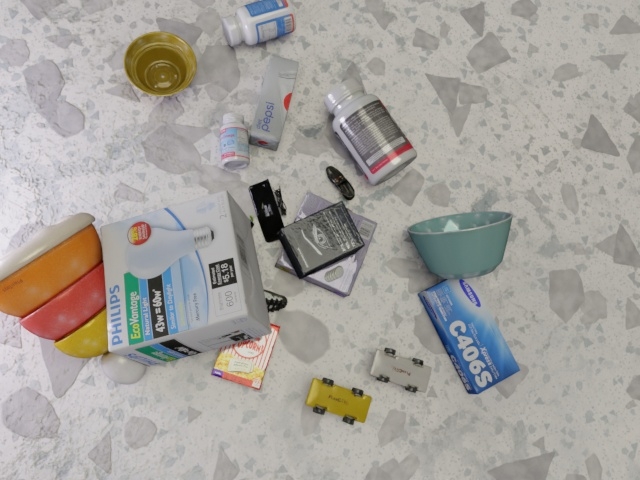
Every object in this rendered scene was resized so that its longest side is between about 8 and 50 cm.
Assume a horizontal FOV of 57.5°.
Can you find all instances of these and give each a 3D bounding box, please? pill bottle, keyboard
[{"bbox_3d":[0.149,-0.347,1.845,0.176,0.176,0.318,-33,85,-15],"label":"pill bottle"},{"bbox_3d":[-0.267,-0.309,1.808,0.087,0.087,0.160,-3,77,-11],"label":"pill bottle"},{"bbox_3d":[-0.150,-0.095,1.816,0.100,0.038,0.191,-20,82,10],"label":"keyboard"},{"bbox_3d":[-0.201,-0.708,1.891,0.222,0.124,0.124,-22,82,-14],"label":"pill bottle"}]

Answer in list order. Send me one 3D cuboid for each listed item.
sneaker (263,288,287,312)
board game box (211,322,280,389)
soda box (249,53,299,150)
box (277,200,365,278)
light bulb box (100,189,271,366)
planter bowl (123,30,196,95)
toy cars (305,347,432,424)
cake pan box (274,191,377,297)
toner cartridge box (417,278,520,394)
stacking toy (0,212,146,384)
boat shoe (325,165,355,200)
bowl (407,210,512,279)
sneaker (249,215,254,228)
[{"bbox_3d":[-0.208,0.151,1.712,0.235,0.078,0.106,6,50,-25],"label":"sneaker"},{"bbox_3d":[-0.217,0.319,1.696,0.147,0.045,0.193,19,75,-6],"label":"board game box"},{"bbox_3d":[-0.148,-0.438,1.856,0.098,0.091,0.286,15,75,-7],"label":"soda box"},{"bbox_3d":[0.000,0.000,1.707,0.207,0.108,0.153,-24,83,-14],"label":"box"},{"bbox_3d":[-0.355,0.106,1.541,0.362,0.225,0.357,-16,66,5],"label":"light bulb box"},{"bbox_3d":[-0.495,-0.530,1.815,0.217,0.090,0.217,2,77,-10],"label":"planter bowl"},{"bbox_3d":[0.137,0.425,1.720,0.394,0.087,0.176,-21,87,-17],"label":"toy cars"},{"bbox_3d":[0.020,0.008,1.799,0.246,0.070,0.266,23,75,-6],"label":"cake pan box"},{"bbox_3d":[0.459,0.282,1.810,0.165,0.075,0.347,-25,83,-16],"label":"toner cartridge box"},{"bbox_3d":[-0.641,0.197,1.559,0.351,0.351,0.479,-36,104,-16],"label":"stacking toy"},{"bbox_3d":[0.065,-0.188,1.865,0.049,0.042,0.133,-35,84,-13],"label":"boat shoe"},{"bbox_3d":[0.433,0.018,1.775,0.312,0.311,0.163,-13,99,-13],"label":"bowl"},{"bbox_3d":[-0.259,0.024,1.736,0.097,0.084,0.234,20,75,-7],"label":"sneaker"}]
